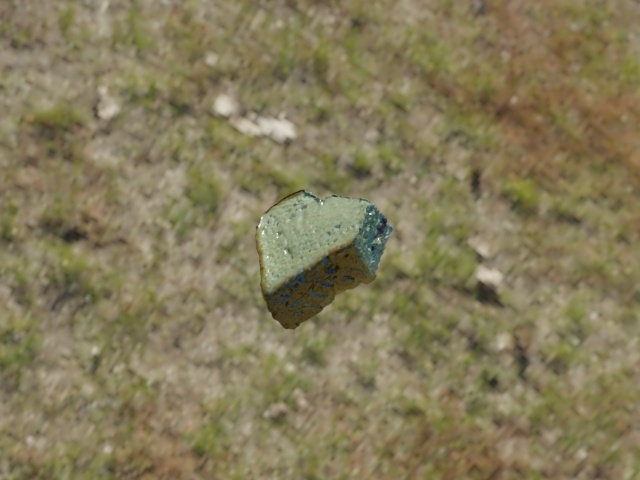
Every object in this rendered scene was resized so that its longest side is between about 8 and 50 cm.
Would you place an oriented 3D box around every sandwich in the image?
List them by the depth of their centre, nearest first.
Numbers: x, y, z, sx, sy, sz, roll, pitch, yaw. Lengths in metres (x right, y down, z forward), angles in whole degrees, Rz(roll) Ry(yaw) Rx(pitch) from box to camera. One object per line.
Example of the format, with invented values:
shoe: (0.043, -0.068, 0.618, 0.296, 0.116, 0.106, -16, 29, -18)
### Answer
sandwich: (0.000, 0.000, 1.089, 0.035, 0.093, 0.105, 50, 12, -33)
